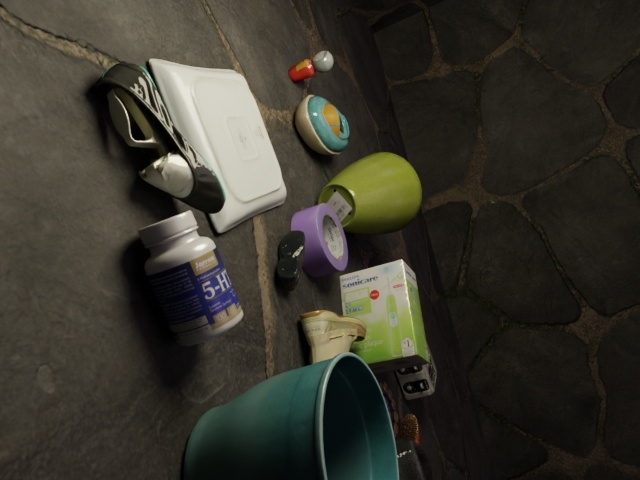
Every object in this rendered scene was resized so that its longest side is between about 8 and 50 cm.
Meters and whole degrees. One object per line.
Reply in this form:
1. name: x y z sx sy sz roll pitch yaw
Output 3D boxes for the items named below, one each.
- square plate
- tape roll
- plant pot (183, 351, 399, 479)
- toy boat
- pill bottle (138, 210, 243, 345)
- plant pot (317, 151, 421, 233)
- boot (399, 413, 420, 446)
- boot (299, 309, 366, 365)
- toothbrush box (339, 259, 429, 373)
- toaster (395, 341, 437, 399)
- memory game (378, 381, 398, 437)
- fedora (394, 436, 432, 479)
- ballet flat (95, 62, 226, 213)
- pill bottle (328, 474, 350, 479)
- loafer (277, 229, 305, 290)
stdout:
1. square plate: -0.189 -0.219 1.050 0.347 0.049 0.344 70 23 -8
2. tape roll: 0.000 0.000 1.297 0.189 0.080 0.189 50 31 -45
3. plant pot: -0.050 0.325 0.717 0.271 0.255 0.271 49 33 -47
4. toy boat: 0.004 -0.430 1.520 0.267 0.148 0.318 -11 85 -68
5. pill bottle: -0.203 0.055 0.740 0.186 0.112 0.112 69 23 -10
6. plant pot: 0.131 -0.129 1.502 0.293 0.275 0.274 -20 93 -53
7. boot: 0.298 0.653 1.570 0.084 0.059 0.158 49 41 -51
8. boot: 0.046 0.288 1.178 0.262 0.095 0.203 31 47 -57
9. toothbrush box: 0.180 0.225 1.394 0.122 0.206 0.283 42 38 -51
10. toaster: 0.339 0.451 1.731 0.168 0.110 0.186 70 22 -10
11. memory game: 0.207 0.532 1.492 0.186 0.012 0.186 49 32 -46
12. fedora: 0.198 0.602 1.189 0.334 0.153 0.334 -13 90 -77
13. ballet flat: -0.266 -0.148 0.780 0.280 0.095 0.096 57 35 -12
14. pill bottle: 0.022 0.459 0.835 0.123 0.219 0.122 48 33 -46
15. loafer: -0.069 0.045 1.148 0.170 0.062 0.061 -77 165 -46
